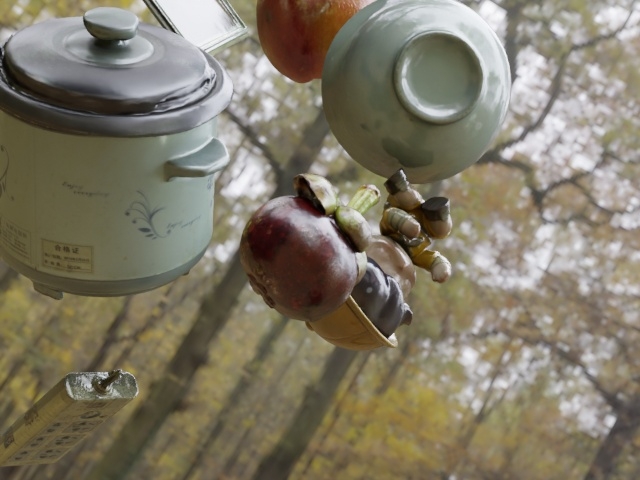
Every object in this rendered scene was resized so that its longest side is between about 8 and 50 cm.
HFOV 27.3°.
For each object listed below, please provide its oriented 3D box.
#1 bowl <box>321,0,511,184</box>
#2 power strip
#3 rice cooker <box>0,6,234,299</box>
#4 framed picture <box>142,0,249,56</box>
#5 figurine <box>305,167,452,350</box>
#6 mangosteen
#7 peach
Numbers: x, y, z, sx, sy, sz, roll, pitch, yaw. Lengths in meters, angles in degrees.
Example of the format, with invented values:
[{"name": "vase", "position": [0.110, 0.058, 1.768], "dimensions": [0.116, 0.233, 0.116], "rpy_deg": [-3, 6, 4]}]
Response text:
[{"name": "bowl", "position": [0.155, -0.227, 1.894], "dimensions": [0.289, 0.289, 0.146], "rpy_deg": [34, -7, -9]}, {"name": "power strip", "position": [-0.295, 0.204, 1.538], "dimensions": [0.092, 0.034, 0.268], "rpy_deg": [4, -30, -38]}, {"name": "rice cooker", "position": [-0.232, -0.104, 1.413], "dimensions": [0.317, 0.264, 0.316], "rpy_deg": [16, -60, 30]}, {"name": "framed picture", "position": [-0.177, -0.319, 1.657], "dimensions": [0.197, 0.014, 0.252], "rpy_deg": [53, 20, -7]}, {"name": "figurine", "position": [0.080, 0.039, 1.867], "dimensions": [0.192, 0.257, 0.167], "rpy_deg": [46, -21, -11]}, {"name": "mangosteen", "position": [-0.001, 0.009, 1.519], "dimensions": [0.156, 0.181, 0.145], "rpy_deg": [69, -1, -48]}, {"name": "peach", "position": [-0.003, -0.365, 2.070], "dimensions": [0.200, 0.243, 0.243], "rpy_deg": [9, -25, 31]}]
